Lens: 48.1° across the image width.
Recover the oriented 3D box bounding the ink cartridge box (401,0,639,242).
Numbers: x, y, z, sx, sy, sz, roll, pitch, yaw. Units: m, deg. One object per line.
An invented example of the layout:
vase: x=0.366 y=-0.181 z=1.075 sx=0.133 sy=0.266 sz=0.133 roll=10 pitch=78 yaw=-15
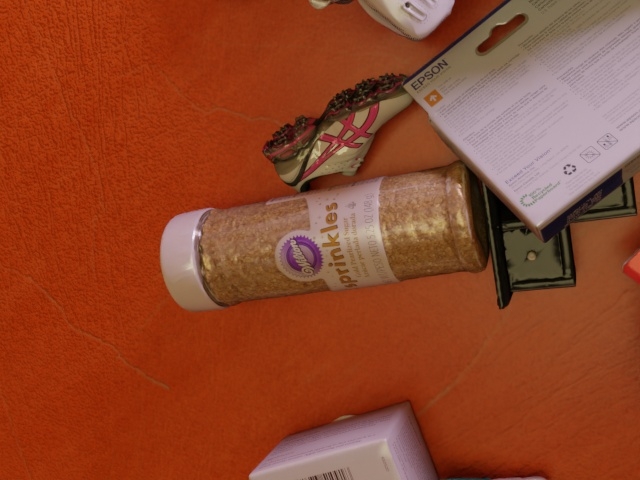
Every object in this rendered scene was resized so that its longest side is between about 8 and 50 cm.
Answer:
ink cartridge box: x=0.227 y=-0.143 z=0.686 sx=0.223 sy=0.045 sz=0.224 roll=-37 pitch=57 yaw=5

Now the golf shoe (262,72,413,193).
golf shoe: x=0.030 y=-0.120 z=0.808 sx=0.186 sy=0.067 sz=0.086 roll=-27 pitch=115 yaw=21

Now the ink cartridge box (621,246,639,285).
ink cartridge box: x=0.409 y=-0.025 z=0.669 sx=0.134 sy=0.078 sz=0.231 roll=40 pitch=109 yaw=11

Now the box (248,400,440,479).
box: x=0.043 y=0.309 z=0.833 sx=0.181 sy=0.119 sz=0.181 roll=-22 pitch=91 yaw=22

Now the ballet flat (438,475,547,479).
ballet flat: x=0.250 y=0.314 z=0.790 sx=0.247 sy=0.083 sz=0.087 roll=33 pitch=84 yaw=12

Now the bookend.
bookend: x=0.252 y=-0.019 z=0.731 sx=0.156 sy=0.072 sz=0.157 roll=-6 pitch=97 yaw=21

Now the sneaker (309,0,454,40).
sneaker: x=0.163 y=-0.281 z=0.672 sx=0.366 sy=0.137 sz=0.210 roll=15 pitch=106 yaw=2

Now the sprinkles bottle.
sprinkles bottle: x=0.000 y=0.000 z=0.800 sx=0.356 sy=0.121 sz=0.121 roll=-10 pitch=95 yaw=21
